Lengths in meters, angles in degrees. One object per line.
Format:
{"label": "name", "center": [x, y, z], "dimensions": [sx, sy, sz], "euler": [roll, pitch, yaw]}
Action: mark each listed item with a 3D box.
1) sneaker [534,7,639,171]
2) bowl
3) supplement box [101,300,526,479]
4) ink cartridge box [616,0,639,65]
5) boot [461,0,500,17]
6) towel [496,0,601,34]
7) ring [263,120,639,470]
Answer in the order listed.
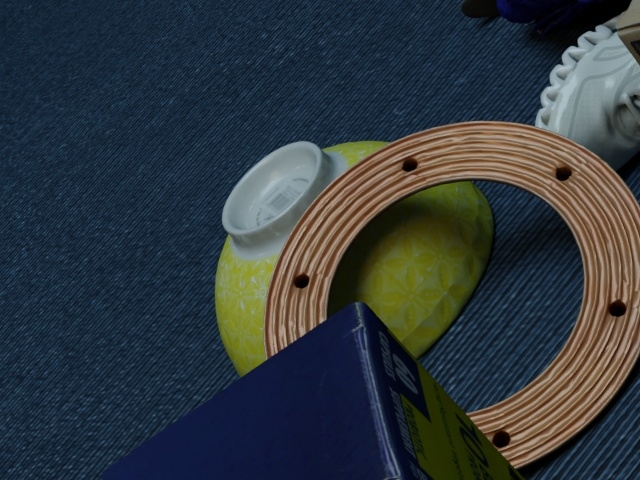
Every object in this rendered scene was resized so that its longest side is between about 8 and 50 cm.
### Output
{"label": "sneaker", "center": [0.297, -0.152, 1.499], "dimensions": [0.292, 0.110, 0.118], "euler": [-50, 39, -14]}
{"label": "bowl", "center": [0.000, 0.000, 1.597], "dimensions": [0.289, 0.156, 0.289], "euler": [-31, 30, 20]}
{"label": "supplement box", "center": [0.061, 0.245, 0.980], "dimensions": [0.195, 0.356, 0.194], "euler": [-34, 30, 14]}
{"label": "ink cartridge box", "center": [0.354, -0.188, 1.376], "dimensions": [0.088, 0.193, 0.235], "euler": [-8, 44, 46]}
{"label": "boot", "center": [0.192, -0.295, 1.880], "dimensions": [0.106, 0.037, 0.114], "euler": [-24, 34, 5]}
{"label": "towel", "center": [0.282, -0.287, 1.622], "dimensions": [0.227, 0.076, 0.308], "euler": [-40, 4, 0]}
{"label": "ring", "center": [0.112, 0.049, 1.412], "dimensions": [0.336, 0.032, 0.337], "euler": [-10, 58, 17]}
